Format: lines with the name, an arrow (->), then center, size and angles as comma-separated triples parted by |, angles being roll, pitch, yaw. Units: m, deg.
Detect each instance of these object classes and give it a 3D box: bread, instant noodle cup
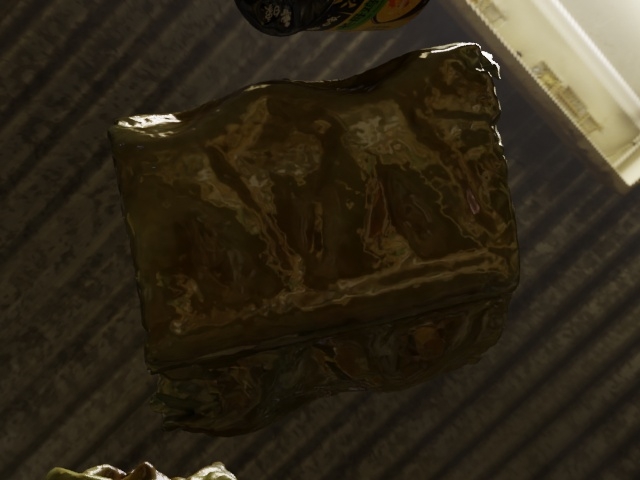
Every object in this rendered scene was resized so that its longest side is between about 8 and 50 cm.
bread -> 0.000, 0.004, 0.475 | 0.252, 0.196, 0.238 | -5, -96, -6
instant noodle cup -> 0.015, -0.227, 0.541 | 0.122, 0.151, 0.151 | -5, -77, -46

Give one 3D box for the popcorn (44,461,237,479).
popcorn -> -0.135, 0.306, 0.584 | 0.287, 0.215, 0.251 | 10, -90, -14
